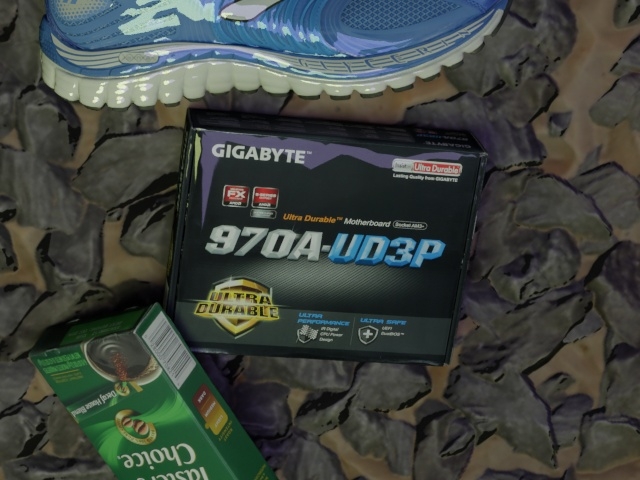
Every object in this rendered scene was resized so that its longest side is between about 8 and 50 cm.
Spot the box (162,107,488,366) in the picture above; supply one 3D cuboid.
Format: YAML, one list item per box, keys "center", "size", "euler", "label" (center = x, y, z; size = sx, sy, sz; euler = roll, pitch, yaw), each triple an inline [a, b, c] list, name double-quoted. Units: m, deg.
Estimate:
- center: [0.000, 0.000, 1.423]
  size: [0.220, 0.051, 0.175]
  euler: [5, 111, -12]
  label: "box"

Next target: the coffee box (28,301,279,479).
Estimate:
- center: [-0.121, 0.134, 1.429]
  size: [0.113, 0.040, 0.184]
  euler: [-13, 120, 35]
  label: "coffee box"

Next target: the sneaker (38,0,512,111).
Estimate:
- center: [-0.028, -0.178, 1.307]
  size: [0.330, 0.130, 0.147]
  euler: [-6, 115, -8]
  label: "sneaker"
